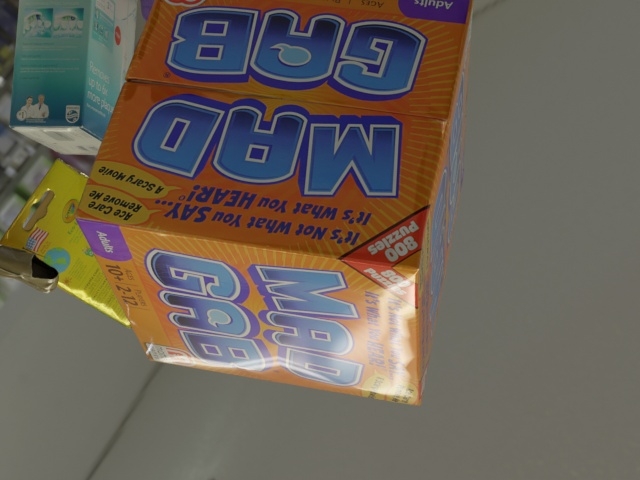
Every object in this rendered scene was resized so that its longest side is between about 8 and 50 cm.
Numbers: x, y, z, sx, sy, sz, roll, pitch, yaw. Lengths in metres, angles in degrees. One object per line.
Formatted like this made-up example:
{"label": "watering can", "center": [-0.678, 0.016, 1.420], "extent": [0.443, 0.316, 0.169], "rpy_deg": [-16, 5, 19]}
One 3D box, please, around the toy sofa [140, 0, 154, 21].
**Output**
{"label": "toy sofa", "center": [-0.258, -0.503, 1.988], "extent": [0.362, 0.177, 0.150], "rpy_deg": [-13, -175, 40]}

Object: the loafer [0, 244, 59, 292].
{"label": "loafer", "center": [-0.511, 0.040, 1.929], "extent": [0.050, 0.148, 0.056], "rpy_deg": [-38, -141, 40]}

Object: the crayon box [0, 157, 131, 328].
{"label": "crayon box", "center": [-0.430, 0.001, 2.099], "extent": [0.202, 0.318, 0.081], "rpy_deg": [-56, -144, -5]}

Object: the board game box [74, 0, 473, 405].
{"label": "board game box", "center": [-0.026, -0.061, 1.330], "extent": [0.356, 0.356, 0.357], "rpy_deg": [81, 21, -60]}

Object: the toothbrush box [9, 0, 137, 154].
{"label": "toothbrush box", "center": [-0.390, -0.301, 1.807], "extent": [0.216, 0.126, 0.296], "rpy_deg": [42, 49, -78]}
